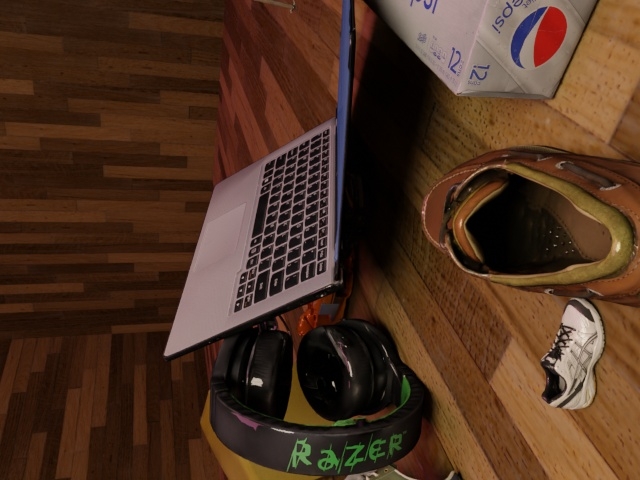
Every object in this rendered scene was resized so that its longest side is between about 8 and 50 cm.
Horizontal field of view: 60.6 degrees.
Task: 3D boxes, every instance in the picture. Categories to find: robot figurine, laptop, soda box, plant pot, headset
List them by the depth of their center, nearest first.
[{"bbox_3d":[0.118,-0.234,0.500,0.286,0.091,0.098,-111,26,-49],"label":"soda box"},{"bbox_3d":[-0.076,-0.122,0.689,0.236,0.408,0.381,50,-154,-32],"label":"laptop"},{"bbox_3d":[-0.026,0.144,0.704,0.394,0.244,0.185,-155,67,-69],"label":"headset"},{"bbox_3d":[0.000,0.000,0.885,0.211,0.085,0.290,-132,44,-61],"label":"robot figurine"},{"bbox_3d":[-0.076,0.349,0.964,0.187,0.212,0.212,66,153,26],"label":"plant pot"}]

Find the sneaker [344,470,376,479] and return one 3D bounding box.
[{"bbox_3d":[0.075,0.423,0.591,0.321,0.126,0.127,-108,29,-42],"label":"sneaker"}]

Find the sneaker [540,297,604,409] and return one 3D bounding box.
[{"bbox_3d":[0.181,0.083,0.399,0.032,0.037,0.083,-173,84,-74],"label":"sneaker"}]

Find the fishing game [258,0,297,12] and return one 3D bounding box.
[{"bbox_3d":[-0.025,-0.464,0.821,0.264,0.189,0.041,-52,59,38],"label":"fishing game"}]

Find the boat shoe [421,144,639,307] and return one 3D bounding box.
[{"bbox_3d":[0.141,-0.023,0.408,0.307,0.105,0.110,-170,80,-72],"label":"boat shoe"}]

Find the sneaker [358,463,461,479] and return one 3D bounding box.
[{"bbox_3d":[0.062,0.276,0.571,0.064,0.192,0.086,70,-157,-45],"label":"sneaker"}]
